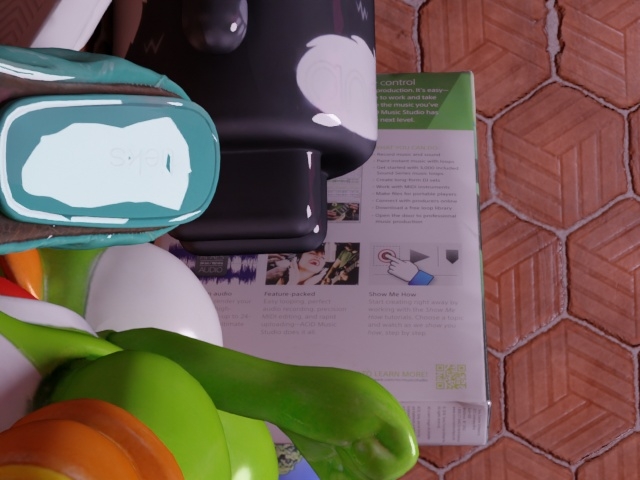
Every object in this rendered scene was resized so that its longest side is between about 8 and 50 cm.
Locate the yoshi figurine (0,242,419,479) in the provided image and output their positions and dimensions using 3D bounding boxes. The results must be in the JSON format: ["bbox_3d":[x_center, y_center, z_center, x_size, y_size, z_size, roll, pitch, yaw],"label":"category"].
[{"bbox_3d":[-0.078,0.106,0.492,0.362,0.203,0.203,-93,-163,-76],"label":"yoshi figurine"}]

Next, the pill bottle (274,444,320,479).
[{"bbox_3d":[-0.015,0.257,1.006,0.152,0.152,0.272,70,19,-67],"label":"pill bottle"}]

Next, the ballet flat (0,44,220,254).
[{"bbox_3d":[-0.134,-0.029,0.404,0.247,0.087,0.083,2,92,-59],"label":"ballet flat"}]

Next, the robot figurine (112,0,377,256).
[{"bbox_3d":[-0.052,-0.132,0.828,0.209,0.173,0.278,-14,-106,54],"label":"robot figurine"}]

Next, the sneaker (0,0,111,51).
[{"bbox_3d":[-0.067,-0.167,0.567,0.169,0.108,0.292,33,78,-61],"label":"sneaker"}]

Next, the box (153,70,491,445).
[{"bbox_3d":[0.000,0.000,0.918,0.058,0.232,0.322,86,6,-49],"label":"box"}]
